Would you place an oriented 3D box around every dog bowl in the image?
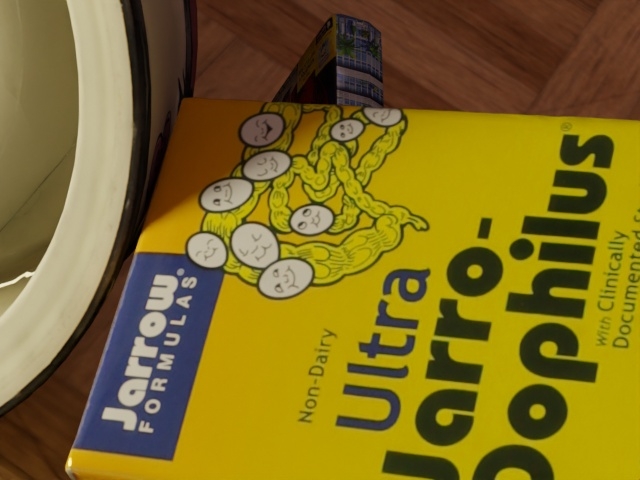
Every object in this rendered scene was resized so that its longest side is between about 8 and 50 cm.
[{"bbox_3d":[-0.241,-0.104,0.872,0.408,0.408,0.150,36,27,6],"label":"dog bowl"}]

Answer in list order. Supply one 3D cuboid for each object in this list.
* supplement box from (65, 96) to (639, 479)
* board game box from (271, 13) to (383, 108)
[{"bbox_3d":[0.104,0.074,0.783,0.356,0.195,0.194,4,60,19],"label":"supplement box"},{"bbox_3d":[0.000,0.000,1.053,0.060,0.194,0.194,8,63,-19],"label":"board game box"}]
